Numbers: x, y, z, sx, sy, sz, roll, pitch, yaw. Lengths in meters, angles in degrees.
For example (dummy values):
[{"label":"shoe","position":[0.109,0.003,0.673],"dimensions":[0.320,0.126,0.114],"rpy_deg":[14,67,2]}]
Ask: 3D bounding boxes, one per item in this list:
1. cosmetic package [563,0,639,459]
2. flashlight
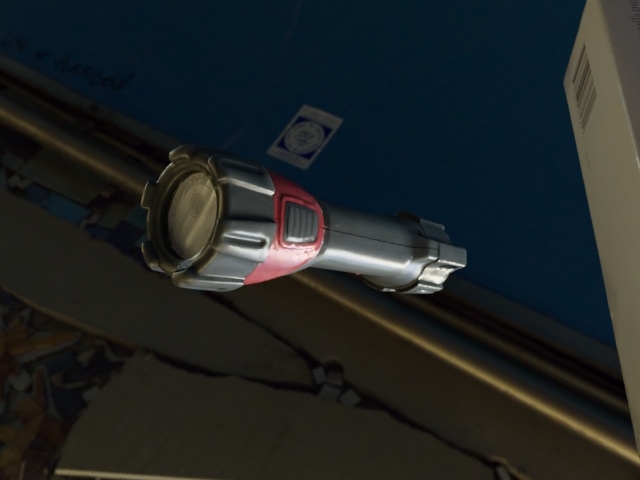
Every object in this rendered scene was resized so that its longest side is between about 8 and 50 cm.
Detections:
[{"label":"cosmetic package","position":[0.300,0.018,0.310],"dimensions":[0.285,0.377,0.097],"rpy_deg":[-2,-30,7]},{"label":"flashlight","position":[0.000,0.000,0.543],"dimensions":[0.103,0.304,0.103],"rpy_deg":[-49,-123,22]}]
